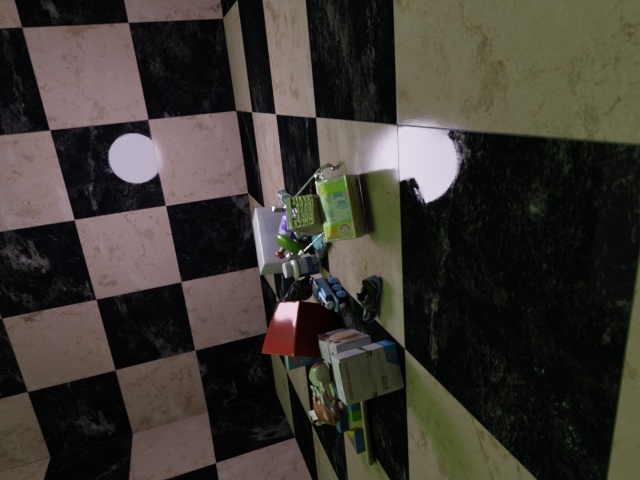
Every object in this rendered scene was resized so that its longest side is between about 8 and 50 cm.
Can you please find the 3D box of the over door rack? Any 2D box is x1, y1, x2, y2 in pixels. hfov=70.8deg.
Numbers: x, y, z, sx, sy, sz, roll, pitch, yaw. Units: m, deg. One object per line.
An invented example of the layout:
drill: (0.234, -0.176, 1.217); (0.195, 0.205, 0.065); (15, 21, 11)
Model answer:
over door rack: (-0.024, -0.101, 1.688); (0.324, 0.108, 0.240); (-36, 62, 35)

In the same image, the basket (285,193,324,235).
basket: (-0.028, -0.084, 1.501); (0.103, 0.167, 0.113); (-9, 79, 30)

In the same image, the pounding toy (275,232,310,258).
pounding toy: (-0.157, 0.048, 2.211); (0.110, 0.182, 0.237); (-63, 9, -2)

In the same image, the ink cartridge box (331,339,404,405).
ink cartridge box: (0.148, 0.417, 1.435); (0.086, 0.203, 0.148); (172, 87, -73)

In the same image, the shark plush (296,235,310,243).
shark plush: (-0.073, -0.044, 2.194); (0.161, 0.073, 0.067); (-89, 17, -64)

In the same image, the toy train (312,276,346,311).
toy train: (0.038, 0.220, 1.848); (0.184, 0.105, 0.080); (-124, 28, -53)

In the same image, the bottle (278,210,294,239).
bottle: (-0.156, -0.091, 2.299); (0.283, 0.092, 0.118); (116, 158, -64)

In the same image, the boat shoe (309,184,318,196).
boat shoe: (-0.002, -0.154, 1.796); (0.207, 0.073, 0.073); (-124, 26, -52)

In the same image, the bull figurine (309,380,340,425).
bull figurine: (0.014, 0.726, 1.981); (0.310, 0.101, 0.189); (137, 120, -66)

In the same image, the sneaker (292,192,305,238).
sneaker: (-0.074, -0.124, 2.103); (0.098, 0.083, 0.224); (-18, 73, 40)

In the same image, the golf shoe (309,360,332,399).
golf shoe: (0.024, 0.739, 2.260); (0.140, 0.115, 0.306); (38, 144, 50)

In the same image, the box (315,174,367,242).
box: (0.070, -0.104, 1.457); (0.114, 0.103, 0.203); (-7, 94, 28)

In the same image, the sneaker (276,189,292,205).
sneaker: (-0.181, -0.212, 2.406); (0.166, 0.065, 0.076); (-121, 9, -56)

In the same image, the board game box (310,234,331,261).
board game box: (0.000, 0.000, 1.971); (0.186, 0.026, 0.126); (112, 144, -62)

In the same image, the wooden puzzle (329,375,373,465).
wooden puzzle: (0.121, 0.748, 1.957); (0.348, 0.080, 0.322); (-153, 53, -70)

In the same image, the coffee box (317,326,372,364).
coffee box: (0.092, 0.411, 1.730); (0.246, 0.141, 0.098); (170, 89, -73)

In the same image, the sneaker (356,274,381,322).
sneaker: (0.154, 0.195, 1.494); (0.067, 0.078, 0.188); (-122, 26, -50)

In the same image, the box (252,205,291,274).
box: (-0.284, 0.002, 2.623); (0.215, 0.168, 0.345); (122, 140, -66)

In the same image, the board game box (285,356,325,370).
board game box: (-0.070, 0.542, 2.231); (0.047, 0.210, 0.160); (-133, 36, -61)

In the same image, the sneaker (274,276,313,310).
sneaker: (-0.129, 0.263, 2.201); (0.109, 0.286, 0.130); (25, 127, 16)

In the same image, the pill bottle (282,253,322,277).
pill bottle: (-0.085, 0.123, 2.080); (0.094, 0.169, 0.094); (169, 90, -74)

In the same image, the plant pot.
plant pot: (-0.077, 0.399, 2.026); (0.267, 0.267, 0.236); (-12, 69, 50)
